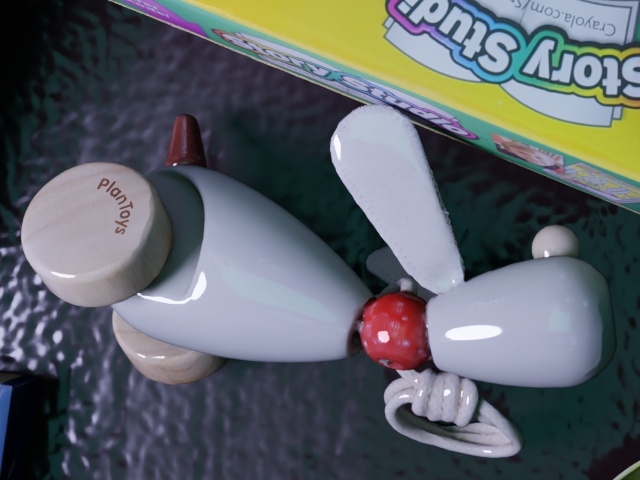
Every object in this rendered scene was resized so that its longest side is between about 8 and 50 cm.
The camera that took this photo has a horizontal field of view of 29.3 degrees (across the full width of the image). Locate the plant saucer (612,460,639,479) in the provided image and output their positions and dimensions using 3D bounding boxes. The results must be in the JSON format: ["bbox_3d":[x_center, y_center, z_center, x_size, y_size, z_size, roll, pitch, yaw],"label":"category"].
[{"bbox_3d":[0.263,0.240,0.775,0.241,0.037,0.241,0,90,4],"label":"plant saucer"}]

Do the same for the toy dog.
[{"bbox_3d":[0.000,0.000,0.732,0.333,0.220,0.161,13,65,-2],"label":"toy dog"}]

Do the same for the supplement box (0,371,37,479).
[{"bbox_3d":[-0.239,0.127,0.802,0.083,0.056,0.083,8,90,4],"label":"supplement box"}]

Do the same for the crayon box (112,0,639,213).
[{"bbox_3d":[0.078,-0.225,0.657,0.363,0.106,0.313,22,90,3],"label":"crayon box"}]
